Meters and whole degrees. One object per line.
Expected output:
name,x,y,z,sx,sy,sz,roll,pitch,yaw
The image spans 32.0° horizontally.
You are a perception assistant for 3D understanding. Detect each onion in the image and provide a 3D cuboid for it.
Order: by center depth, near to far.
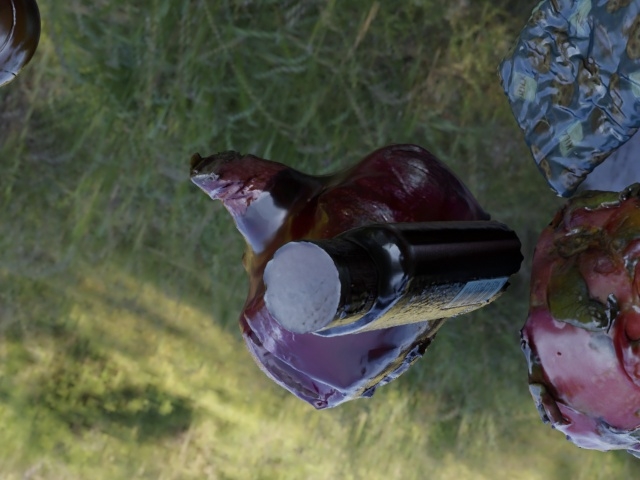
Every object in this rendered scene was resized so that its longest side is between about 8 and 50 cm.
onion,0.000,0.000,1.582,0.420,0.398,0.398,38,163,5

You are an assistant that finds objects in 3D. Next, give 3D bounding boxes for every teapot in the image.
teapot,-0.292,-0.171,0.911,0.129,0.098,0.078,-13,173,20

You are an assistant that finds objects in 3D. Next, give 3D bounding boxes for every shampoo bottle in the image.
shampoo bottle,0.067,0.031,0.980,0.129,0.084,0.323,-34,164,29

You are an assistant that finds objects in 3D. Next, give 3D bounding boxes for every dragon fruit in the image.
dragon fruit,0.391,0.095,1.185,0.263,0.314,0.296,-11,137,34

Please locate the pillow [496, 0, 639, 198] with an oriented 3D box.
pillow,0.271,-0.180,1.145,0.034,0.189,0.255,-10,153,-28
